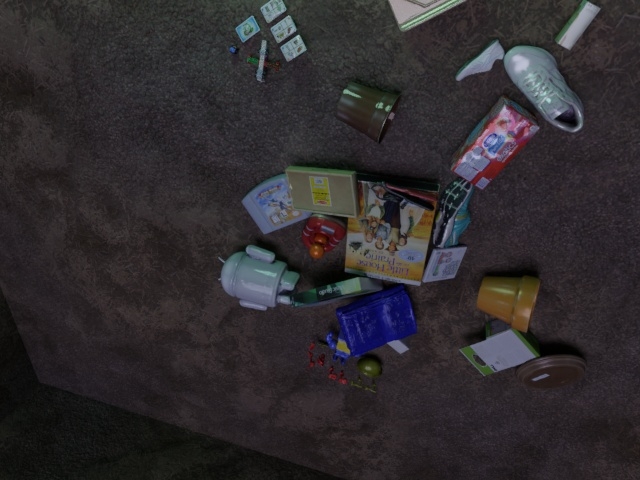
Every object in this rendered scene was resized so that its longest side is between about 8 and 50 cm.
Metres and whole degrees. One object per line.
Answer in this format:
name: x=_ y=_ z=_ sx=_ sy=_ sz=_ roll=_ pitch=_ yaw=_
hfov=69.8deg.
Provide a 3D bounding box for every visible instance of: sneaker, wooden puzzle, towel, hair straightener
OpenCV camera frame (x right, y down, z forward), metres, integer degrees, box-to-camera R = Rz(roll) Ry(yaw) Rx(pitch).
sneaker: x=0.468 y=-0.515 z=1.349 sx=0.152 sy=0.053 sz=0.061 roll=-34 pitch=111 yaw=32
sneaker: x=0.479 y=-0.097 z=1.622 sx=0.110 sy=0.107 sz=0.275 roll=1 pitch=124 yaw=-21
wooden puzzle: x=0.279 y=-0.738 z=1.267 sx=0.221 sy=0.044 sz=0.238 roll=-18 pitch=112 yaw=27
sneaker: x=0.642 y=-0.427 z=1.294 sx=0.305 sy=0.152 sz=0.114 roll=40 pitch=128 yaw=-9
towel: x=0.236 y=0.332 z=1.886 sx=0.309 sy=0.076 sz=0.227 roll=-20 pitch=100 yaw=-3
hair straightener: x=0.271 y=-0.138 z=1.541 sx=0.231 sy=0.047 sz=0.089 roll=15 pitch=127 yaw=8

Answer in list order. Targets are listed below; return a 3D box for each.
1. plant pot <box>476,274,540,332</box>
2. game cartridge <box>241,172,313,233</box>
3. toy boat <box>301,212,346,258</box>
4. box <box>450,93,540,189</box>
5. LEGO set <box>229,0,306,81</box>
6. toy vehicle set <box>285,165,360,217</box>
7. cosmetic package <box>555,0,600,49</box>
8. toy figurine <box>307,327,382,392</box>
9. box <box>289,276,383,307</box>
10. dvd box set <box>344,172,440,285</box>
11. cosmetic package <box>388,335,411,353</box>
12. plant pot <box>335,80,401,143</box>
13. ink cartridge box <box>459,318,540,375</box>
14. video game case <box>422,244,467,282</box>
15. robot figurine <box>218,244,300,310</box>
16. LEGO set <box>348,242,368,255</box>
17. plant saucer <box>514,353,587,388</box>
plant pot: x=0.693 y=0.216 z=1.707 sx=0.188 sy=0.205 sz=0.205 roll=14 pitch=128 yaw=28
game cartridge: x=-0.159 y=-0.151 z=1.800 sx=0.297 sy=0.062 sz=0.198 roll=-20 pitch=120 yaw=28
toy boat: x=0.000 y=0.000 z=1.757 sx=0.151 sy=0.151 sz=0.231 roll=22 pitch=158 yaw=-6
box: x=0.535 y=-0.304 z=1.429 sx=0.128 sy=0.122 sz=0.256 roll=31 pitch=127 yaw=-5
LEGO set: x=-0.176 y=-0.638 z=1.489 sx=0.244 sy=0.060 sz=0.182 roll=-23 pitch=102 yaw=28
toy vehicle set: x=0.007 y=-0.175 z=1.639 sx=0.267 sy=0.035 sz=0.165 roll=10 pitch=125 yaw=27
cosmetic package: x=0.688 y=-0.579 z=1.232 sx=0.041 sy=0.060 sz=0.115 roll=28 pitch=126 yaw=-1
toy figurine: x=0.138 y=0.507 z=2.082 sx=0.363 sy=0.191 sz=0.217 roll=20 pitch=122 yaw=2
box: x=0.068 y=0.214 z=1.880 sx=0.322 sy=0.232 sz=0.058 roll=-20 pitch=76 yaw=28
dvd box set: x=0.249 y=-0.033 z=1.693 sx=0.308 sy=0.062 sz=0.420 roll=11 pitch=127 yaw=11
cosmetic package: x=0.285 y=0.380 z=1.995 sx=0.239 sy=0.098 sz=0.060 roll=40 pitch=125 yaw=-11
plant pot: x=0.147 y=-0.417 z=1.462 sx=0.165 sy=0.167 sz=0.166 roll=27 pitch=128 yaw=9
ink cartridge box: x=0.732 y=0.431 z=1.891 sx=0.255 sy=0.097 sz=0.189 roll=-34 pitch=109 yaw=34
video game case: x=0.469 y=0.088 z=1.738 sx=0.143 sy=0.019 sz=0.157 roll=-6 pitch=129 yaw=-21
robot figurine: x=-0.271 y=0.163 z=1.957 sx=0.354 sy=0.200 sz=0.299 roll=14 pitch=111 yaw=8
LEGO set: x=0.142 y=0.028 z=1.723 sx=0.054 sy=0.023 sz=0.083 roll=-28 pitch=124 yaw=35
plant saucer: x=0.943 y=0.543 z=1.877 sx=0.278 sy=0.041 sz=0.277 roll=0 pitch=141 yaw=0
